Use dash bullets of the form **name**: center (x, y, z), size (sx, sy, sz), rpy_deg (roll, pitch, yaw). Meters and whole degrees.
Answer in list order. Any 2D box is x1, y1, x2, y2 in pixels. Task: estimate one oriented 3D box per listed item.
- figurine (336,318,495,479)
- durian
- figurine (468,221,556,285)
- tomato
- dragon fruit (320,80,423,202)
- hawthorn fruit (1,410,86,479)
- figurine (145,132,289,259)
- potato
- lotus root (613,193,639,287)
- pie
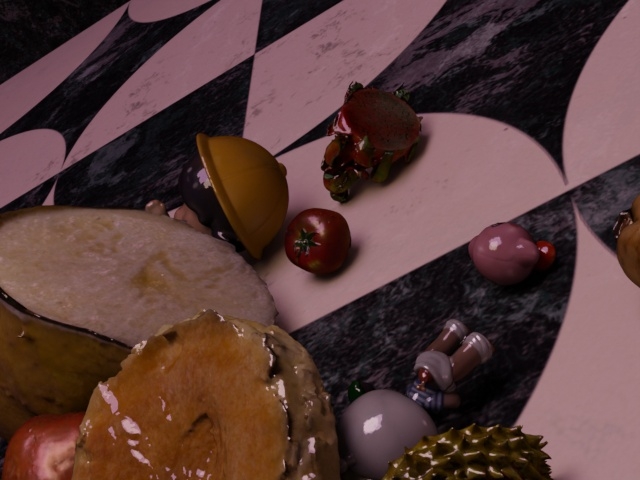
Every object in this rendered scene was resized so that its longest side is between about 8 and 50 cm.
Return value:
- **figurine**: center (0.086, 0.165, 1.078), size (0.197, 0.093, 0.147), rpy_deg (-40, 48, -23)
- **durian**: center (0.113, 0.224, 0.913), size (0.187, 0.119, 0.108), rpy_deg (-35, 23, 2)
- **figurine**: center (0.196, 0.014, 1.202), size (0.083, 0.071, 0.066), rpy_deg (3, 88, 63)
- **tomato**: center (0.000, 0.000, 1.448), size (0.087, 0.075, 0.087), rpy_deg (-1, 88, 39)
- **dragon fruit**: center (0.055, -0.138, 1.559), size (0.175, 0.142, 0.138), rpy_deg (-50, 58, 19)
- **hawthorn fruit**: center (-0.270, 0.324, 1.247), size (0.165, 0.165, 0.285), rpy_deg (-26, 53, 21)
- **figurine**: center (-0.150, -0.024, 1.583), size (0.256, 0.167, 0.192), rpy_deg (-53, 36, 19)
- **potato**: center (-0.270, 0.143, 1.440), size (0.290, 0.397, 0.296), rpy_deg (-73, -2, -58)
- **lotus root**: center (0.349, 0.005, 0.982), size (0.221, 0.118, 0.125), rpy_deg (14, 88, 54)
- **pie**: center (-0.117, 0.224, 1.076), size (0.340, 0.083, 0.339), rpy_deg (-12, 69, 36)
